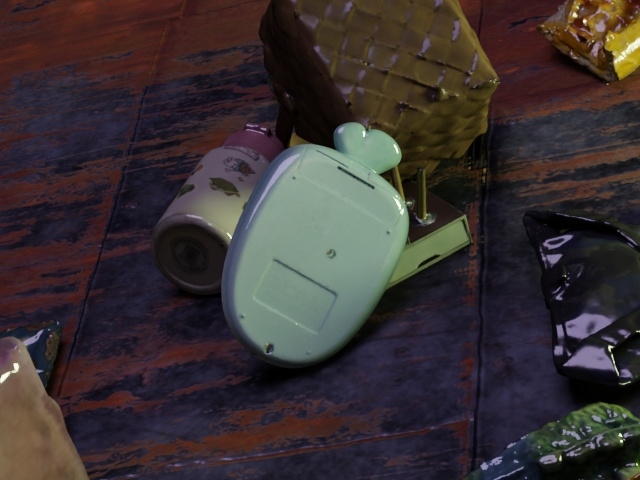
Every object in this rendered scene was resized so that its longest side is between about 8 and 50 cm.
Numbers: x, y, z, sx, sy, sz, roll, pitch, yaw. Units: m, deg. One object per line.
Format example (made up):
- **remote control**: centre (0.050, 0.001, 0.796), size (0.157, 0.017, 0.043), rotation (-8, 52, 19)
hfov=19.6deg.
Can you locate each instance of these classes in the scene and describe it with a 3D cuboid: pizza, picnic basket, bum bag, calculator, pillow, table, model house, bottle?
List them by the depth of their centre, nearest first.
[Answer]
- **model house**: centre (0.233, 0.272, 1.529), size (0.194, 0.170, 0.211), rotation (-22, 31, -13)
- **bum bag**: centre (0.297, 0.054, 1.947), size (0.137, 0.074, 0.310), rotation (-3, 38, -1)
- **calculator**: centre (0.000, 0.000, 2.047), size (0.295, 0.184, 0.042), rotation (-64, 13, -14)
- **table**: centre (0.036, -0.009, 2.145), size (0.240, 0.111, 0.121), rotation (-29, 33, -18)
- **pillow**: centre (-0.432, 0.170, 2.165), size (0.256, 0.034, 0.189), rotation (-8, 31, 15)
- **bottle**: centre (-0.112, -0.048, 2.282), size (0.120, 0.120, 0.253), rotation (-3, 31, 23)
- **picnic basket**: centre (0.066, -0.211, 2.327), size (0.254, 0.291, 0.321), rotation (-25, -13, -9)
- **pizza**: centre (0.397, -0.320, 2.506), size (0.182, 0.073, 0.365), rotation (6, 36, 19)

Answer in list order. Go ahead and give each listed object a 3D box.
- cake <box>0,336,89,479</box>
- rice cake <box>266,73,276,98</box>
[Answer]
- **cake**: centre (-0.406, 0.260, 1.814), size (0.237, 0.230, 0.309), rotation (-1, 34, 28)
- **rice cake**: centre (-0.009, -0.246, 2.529), size (0.124, 0.038, 0.211), rotation (-26, 0, -15)
